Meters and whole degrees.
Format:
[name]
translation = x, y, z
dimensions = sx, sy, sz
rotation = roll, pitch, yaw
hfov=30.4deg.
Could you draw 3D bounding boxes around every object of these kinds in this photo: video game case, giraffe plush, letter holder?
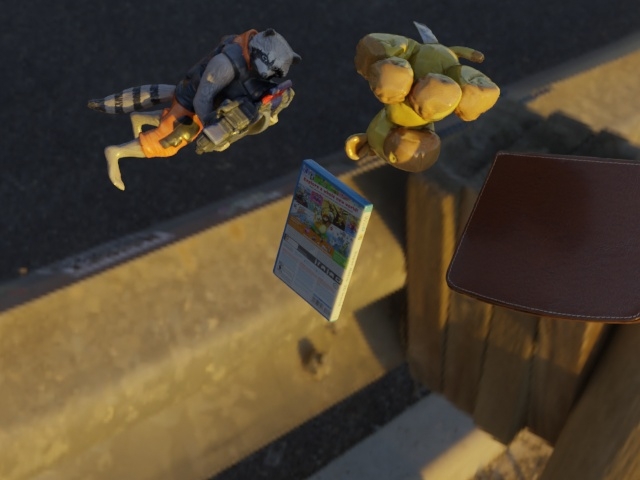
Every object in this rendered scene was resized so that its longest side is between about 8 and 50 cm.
[video game case]
translation = 0.000, 0.000, 1.445
dimensions = 0.015, 0.166, 0.119
rotation = -11, 38, -41
[giraffe plush]
translation = 0.113, -0.164, 1.503
dimensions = 0.181, 0.170, 0.210
rotation = 17, 29, -4
[letter holder]
translation = 0.335, 0.024, 1.458
dimensions = 0.302, 0.214, 0.152
rotation = 9, -22, 47

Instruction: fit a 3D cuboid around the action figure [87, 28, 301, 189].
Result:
[action figure]
translation = -0.184, -0.208, 1.745
dimensions = 0.178, 0.330, 0.341
rotation = 59, 16, -5
